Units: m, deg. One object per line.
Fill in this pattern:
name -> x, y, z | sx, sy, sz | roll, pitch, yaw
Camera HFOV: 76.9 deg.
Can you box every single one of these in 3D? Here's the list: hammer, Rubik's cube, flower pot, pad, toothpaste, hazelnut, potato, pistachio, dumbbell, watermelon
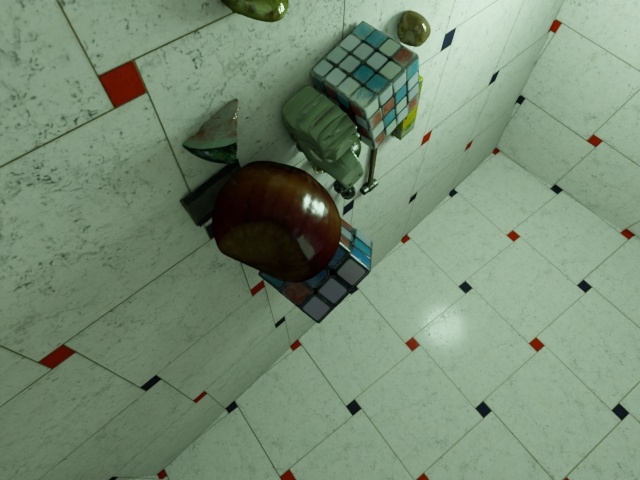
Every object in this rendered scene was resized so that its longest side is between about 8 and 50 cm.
hammer -> 0.265, -0.383, 2.082 | 0.111, 0.043, 0.365 | -37, 154, -21
Rubik's cube -> 0.158, -0.515, 1.367 | 0.259, 0.256, 0.253 | -46, 158, -6
flower pot -> 0.018, -0.341, 1.405 | 0.164, 0.254, 0.367 | -46, 160, -5
pad -> -0.346, -0.155, 1.350 | 0.233, 0.022, 0.174 | -42, 157, -18
toothpaste -> 0.392, -0.615, 1.870 | 0.110, 0.077, 0.327 | -41, 157, -16
Rubik's cube -> -0.005, 0.078, 1.763 | 0.362, 0.359, 0.363 | -47, -171, 16
hazelnut -> -0.129, -0.059, 1.316 | 0.402, 0.429, 0.402 | -49, -158, 27
potato -> -0.150, -0.564, 0.934 | 0.188, 0.105, 0.085 | -11, 158, -37
pistachio -> 0.350, -0.782, 1.496 | 0.108, 0.126, 0.185 | -11, -173, 36
dumbbell -> 0.119, -0.251, 1.969 | 0.081, 0.081, 0.254 | -50, 158, 5
watermelon -> -0.261, -0.288, 1.167 | 0.202, 0.136, 0.207 | -46, 173, 11

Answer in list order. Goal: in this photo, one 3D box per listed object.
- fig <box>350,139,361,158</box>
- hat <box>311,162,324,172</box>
fig -> 0.133, -0.402, 1.730 | 0.177, 0.117, 0.117 | -51, 160, -22
hat -> -0.004, -0.322, 1.657 | 0.076, 0.059, 0.077 | -8, 132, -35
